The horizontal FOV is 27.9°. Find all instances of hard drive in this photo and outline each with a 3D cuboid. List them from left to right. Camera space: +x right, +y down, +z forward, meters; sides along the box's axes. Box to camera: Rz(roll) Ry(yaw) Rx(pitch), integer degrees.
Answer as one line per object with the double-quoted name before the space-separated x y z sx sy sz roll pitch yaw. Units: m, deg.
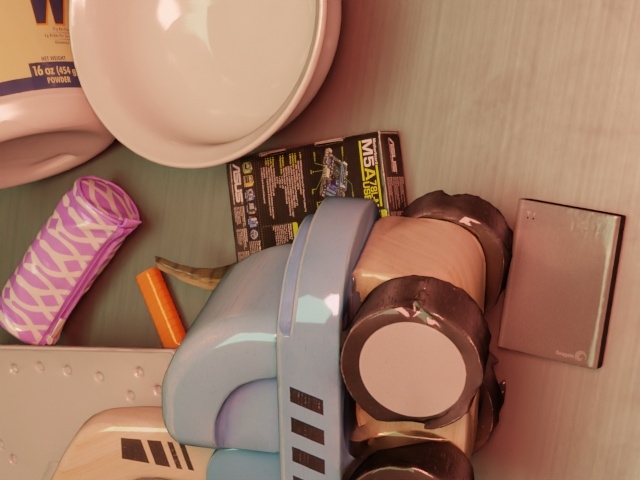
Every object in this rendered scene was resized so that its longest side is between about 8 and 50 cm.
"hard drive" 0.210 0.037 1.126 0.094 0.022 0.135 12 99 31

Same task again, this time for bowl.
"bowl" -0.090 -0.215 1.238 0.297 0.134 0.298 2 93 32

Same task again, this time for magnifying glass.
"magnifying glass" -0.141 0.138 1.355 0.092 0.026 0.231 -30 76 30

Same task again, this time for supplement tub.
"supplement tub" -0.359 -0.233 1.348 0.235 0.235 0.325 -22 81 31

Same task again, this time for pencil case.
"pencil case" -0.276 0.027 1.397 0.206 0.086 0.088 -55 50 23

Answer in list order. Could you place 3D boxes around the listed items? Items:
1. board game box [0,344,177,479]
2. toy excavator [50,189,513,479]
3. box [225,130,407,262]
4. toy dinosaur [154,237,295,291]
"board game box" -0.252 0.293 1.377 0.390 0.050 0.390 -2 104 33
"toy excavator" -0.073 0.159 1.118 0.445 0.222 0.433 6 118 13
"box" 0.000 0.000 1.247 0.184 0.045 0.191 -8 88 30
"toy dinosaur" -0.047 0.053 1.219 0.268 0.064 0.118 -11 78 34
